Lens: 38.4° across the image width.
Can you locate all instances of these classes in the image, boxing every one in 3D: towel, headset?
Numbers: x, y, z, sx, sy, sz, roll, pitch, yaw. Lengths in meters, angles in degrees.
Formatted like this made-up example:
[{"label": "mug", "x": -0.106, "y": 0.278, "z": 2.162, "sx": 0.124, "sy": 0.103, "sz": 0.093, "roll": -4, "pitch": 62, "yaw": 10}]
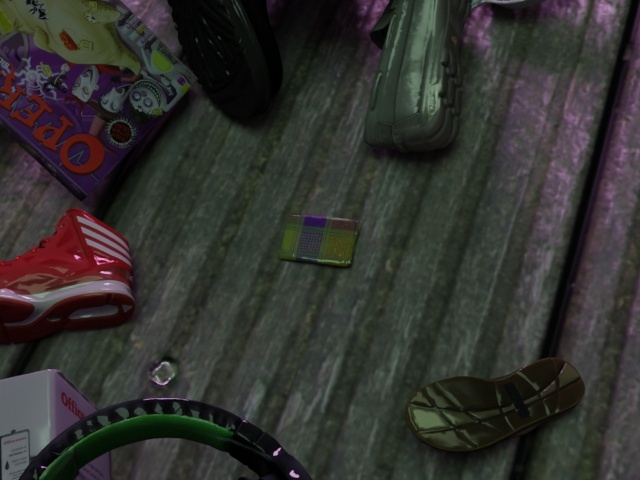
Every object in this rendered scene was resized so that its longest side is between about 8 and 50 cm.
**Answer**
[{"label": "towel", "x": 0.000, "y": 0.000, "z": 1.012, "sx": 0.083, "sy": 0.009, "sz": 0.060, "roll": 5, "pitch": 62, "yaw": 12}, {"label": "headset", "x": -0.056, "y": 0.266, "z": 0.667, "sx": 0.394, "sy": 0.185, "sz": 0.243, "roll": 33, "pitch": 57, "yaw": 10}]

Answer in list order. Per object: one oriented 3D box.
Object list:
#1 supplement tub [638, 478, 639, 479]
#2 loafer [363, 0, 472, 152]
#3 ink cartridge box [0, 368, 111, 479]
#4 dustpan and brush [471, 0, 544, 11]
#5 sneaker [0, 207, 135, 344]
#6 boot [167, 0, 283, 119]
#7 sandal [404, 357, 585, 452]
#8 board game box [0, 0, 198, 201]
[{"label": "supplement tub", "x": 0.301, "y": 0.280, "z": 0.694, "sx": 0.338, "sy": 0.207, "sz": 0.207, "roll": -41, "pitch": 63, "yaw": -16}, {"label": "loafer", "x": 0.110, "y": -0.253, "z": 1.073, "sx": 0.111, "sy": 0.112, "sz": 0.319, "roll": -1, "pitch": 66, "yaw": 26}, {"label": "ink cartridge box", "x": -0.249, "y": 0.241, "z": 0.825, "sx": 0.086, "sy": 0.153, "sz": 0.208, "roll": -12, "pitch": 58, "yaw": 2}, {"label": "dustpan and brush", "x": 0.219, "y": -0.318, "z": 1.134, "sx": 0.211, "sy": 0.060, "sz": 0.147, "roll": -49, "pitch": 62, "yaw": 12}, {"label": "sneaker", "x": -0.312, "y": 0.036, "z": 1.005, "sx": 0.221, "sy": 0.087, "sz": 0.128, "roll": -1, "pitch": 51, "yaw": -7}, {"label": "boot", "x": -0.056, "y": -0.334, "z": 1.147, "sx": 0.260, "sy": 0.131, "sz": 0.348, "roll": -17, "pitch": 81, "yaw": -29}, {"label": "sandal", "x": 0.167, "y": 0.160, "z": 0.879, "sx": 0.180, "sy": 0.049, "sz": 0.072, "roll": -13, "pitch": 64, "yaw": -17}, {"label": "board game box", "x": -0.332, "y": -0.237, "z": 1.051, "sx": 0.347, "sy": 0.056, "sz": 0.208, "roll": 44, "pitch": 70, "yaw": -14}]
